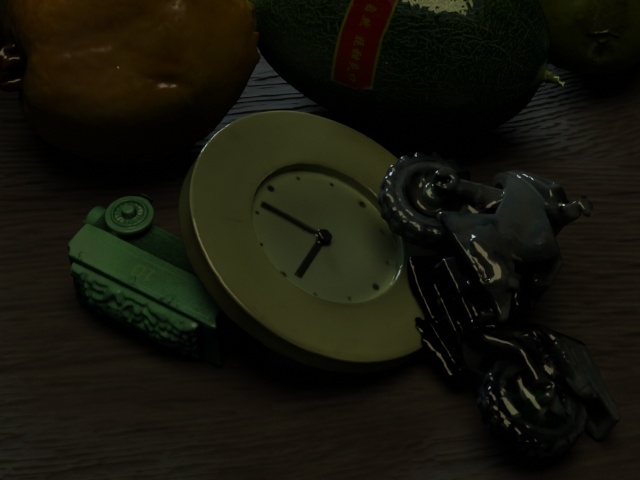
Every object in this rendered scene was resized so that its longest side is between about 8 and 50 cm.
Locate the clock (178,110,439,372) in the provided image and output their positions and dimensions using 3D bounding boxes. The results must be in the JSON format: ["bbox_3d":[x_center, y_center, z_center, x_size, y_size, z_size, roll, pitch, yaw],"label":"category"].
[{"bbox_3d":[0.000,0.000,1.486,0.235,0.029,0.235,16,50,-20],"label":"clock"}]

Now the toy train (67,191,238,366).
[{"bbox_3d":[-0.124,0.030,1.488,0.172,0.070,0.099,25,56,22],"label":"toy train"}]

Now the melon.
[{"bbox_3d":[0.077,-0.182,1.634,0.287,0.182,0.182,18,46,13],"label":"melon"}]

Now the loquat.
[{"bbox_3d":[-0.167,-0.162,1.599,0.234,0.176,0.187,-16,80,-2],"label":"loquat"}]

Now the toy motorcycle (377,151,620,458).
[{"bbox_3d":[0.151,0.040,1.456,0.159,0.106,0.270,-10,60,-29],"label":"toy motorcycle"}]

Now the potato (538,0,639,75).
[{"bbox_3d":[0.243,-0.265,1.728,0.148,0.186,0.253,-26,54,28],"label":"potato"}]

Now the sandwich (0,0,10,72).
[{"bbox_3d":[-0.265,-0.258,1.665,0.122,0.236,0.128,-31,53,-15],"label":"sandwich"}]
